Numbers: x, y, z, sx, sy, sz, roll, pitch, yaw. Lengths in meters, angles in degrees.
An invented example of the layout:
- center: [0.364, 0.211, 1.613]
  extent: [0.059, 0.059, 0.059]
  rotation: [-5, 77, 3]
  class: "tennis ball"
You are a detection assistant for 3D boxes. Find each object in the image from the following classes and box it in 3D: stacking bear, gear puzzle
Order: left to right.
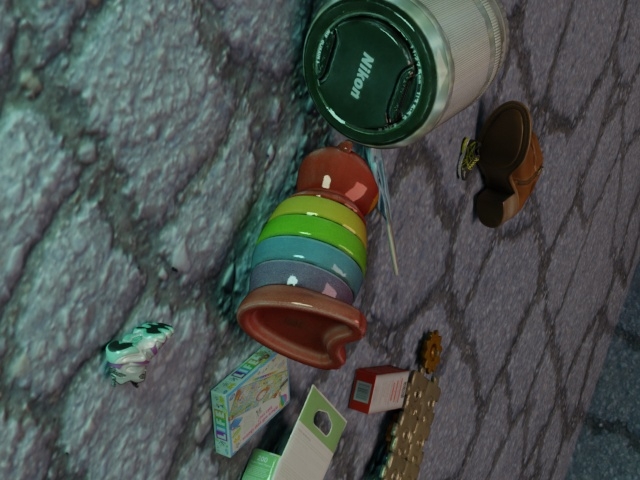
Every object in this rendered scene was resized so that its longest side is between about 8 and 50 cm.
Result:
- center: [0.000, 0.000, 1.402]
  extent: [0.175, 0.164, 0.289]
  rotation: [117, -9, -60]
  class: "stacking bear"
- center: [0.170, 0.328, 1.975]
  extent: [0.175, 0.044, 0.339]
  rotation: [40, 64, -57]
  class: "gear puzzle"

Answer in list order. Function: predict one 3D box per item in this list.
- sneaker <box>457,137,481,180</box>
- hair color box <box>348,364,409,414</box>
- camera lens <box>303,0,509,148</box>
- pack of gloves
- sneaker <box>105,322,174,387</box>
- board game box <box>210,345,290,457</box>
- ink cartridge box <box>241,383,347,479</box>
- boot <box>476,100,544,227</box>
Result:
- center: [0.286, -0.155, 1.980]
  extent: [0.031, 0.035, 0.083]
  rotation: [-12, 112, -59]
  class: "sneaker"
- center: [0.104, 0.261, 1.817]
  extent: [0.141, 0.043, 0.072]
  rotation: [8, 94, -61]
  class: "hair color box"
- center: [0.123, -0.262, 1.441]
  extent: [0.274, 0.219, 0.220]
  rotation: [-35, 131, -51]
  class: "camera lens"
- center: [0.075, -0.092, 1.573]
  extent: [0.195, 0.046, 0.232]
  rotation: [-89, 167, -53]
  class: "pack of gloves"
- center: [-0.210, 0.139, 1.203]
  extent: [0.098, 0.038, 0.069]
  rotation: [-23, 123, -46]
  class: "sneaker"
- center: [-0.096, 0.219, 1.451]
  extent: [0.154, 0.026, 0.104]
  rotation: [-37, 132, -50]
  class: "board game box"
- center: [-0.048, 0.349, 1.565]
  extent: [0.235, 0.056, 0.171]
  rotation: [-69, 151, -22]
  class: "ink cartridge box"
- center: [0.408, -0.181, 2.111]
  extent: [0.220, 0.109, 0.284]
  rotation: [-39, 136, -47]
  class: "boot"
